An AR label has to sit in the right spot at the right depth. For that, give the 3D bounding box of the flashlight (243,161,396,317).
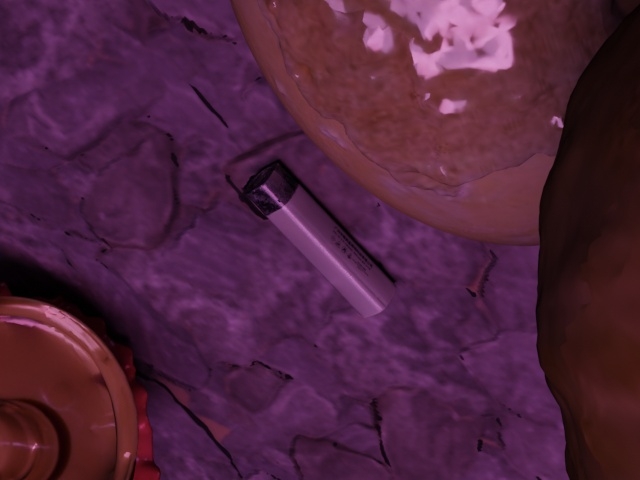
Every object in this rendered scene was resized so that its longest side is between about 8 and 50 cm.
[{"bbox_3d":[0.000,0.000,0.712,0.083,0.018,0.018,46,138,-19],"label":"flashlight"}]

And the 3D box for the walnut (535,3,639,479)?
[{"bbox_3d":[0.179,0.059,0.375,0.253,0.282,0.277,2,172,16],"label":"walnut"}]

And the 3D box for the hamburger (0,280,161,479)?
[{"bbox_3d":[-0.174,0.117,0.823,0.175,0.175,0.137,32,153,-4],"label":"hamburger"}]

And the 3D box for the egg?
[{"bbox_3d":[0.050,-0.086,0.489,0.164,0.164,0.201,-2,135,31],"label":"egg"}]
